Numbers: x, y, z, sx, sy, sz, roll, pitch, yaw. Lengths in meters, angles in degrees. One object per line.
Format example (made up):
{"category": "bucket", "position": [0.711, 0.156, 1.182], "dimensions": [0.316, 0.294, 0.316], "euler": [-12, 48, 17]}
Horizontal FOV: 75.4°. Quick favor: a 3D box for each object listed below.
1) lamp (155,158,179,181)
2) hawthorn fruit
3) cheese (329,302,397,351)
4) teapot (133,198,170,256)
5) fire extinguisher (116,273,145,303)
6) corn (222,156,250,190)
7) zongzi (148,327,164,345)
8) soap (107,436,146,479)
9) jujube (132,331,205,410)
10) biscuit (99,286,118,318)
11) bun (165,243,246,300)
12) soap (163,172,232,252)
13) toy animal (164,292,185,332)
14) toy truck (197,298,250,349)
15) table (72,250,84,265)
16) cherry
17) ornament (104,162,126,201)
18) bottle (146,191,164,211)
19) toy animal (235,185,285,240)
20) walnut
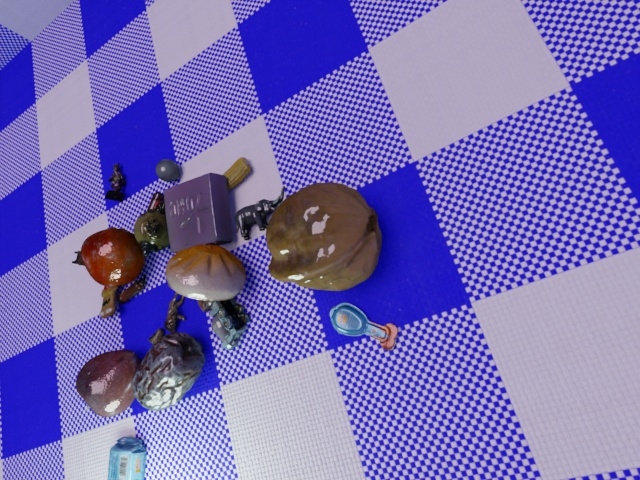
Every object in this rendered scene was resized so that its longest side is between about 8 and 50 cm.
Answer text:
{"category": "lamp", "position": [-0.694, -0.318, 1.881], "dimensions": [0.105, 0.105, 0.105], "euler": [-5, 78, 26]}
{"category": "hawthorn fruit", "position": [-0.906, 0.066, 1.834], "dimensions": [0.284, 0.284, 0.285], "euler": [-5, 78, 26]}
{"category": "cheese", "position": [0.138, 0.284, 1.381], "dimensions": [0.256, 0.037, 0.106], "euler": [18, 90, 27]}
{"category": "teapot", "position": [-0.706, -0.059, 1.781], "dimensions": [0.182, 0.173, 0.270], "euler": [-5, 65, 69]}
{"category": "fire extinguisher", "position": [-0.858, 0.224, 1.895], "dimensions": [0.177, 0.050, 0.062], "euler": [-36, 57, 16]}
{"category": "corn", "position": [-0.361, -0.271, 1.722], "dimensions": [0.165, 0.063, 0.085], "euler": [-36, 78, 20]}
{"category": "zongzi", "position": [-0.690, 0.429, 1.780], "dimensions": [0.076, 0.040, 0.083], "euler": [-44, 76, 6]}
{"category": "soap", "position": [-0.806, 0.976, 1.713], "dimensions": [0.156, 0.077, 0.294], "euler": [-6, 77, 27]}
{"category": "jujube", "position": [-0.598, 0.514, 1.623], "dimensions": [0.317, 0.226, 0.226], "euler": [-50, 63, 16]}
{"category": "biscuit", "position": [-0.997, 0.245, 1.945], "dimensions": [0.158, 0.035, 0.241], "euler": [-27, 60, 35]}
{"category": "bun", "position": [-0.424, 0.098, 1.545], "dimensions": [0.298, 0.298, 0.165], "euler": [19, 103, 29]}
{"category": "soap", "position": [-0.506, -0.104, 1.714], "dimensions": [0.296, 0.107, 0.286], "euler": [-14, 83, 32]}
{"category": "toy animal", "position": [-0.608, 0.289, 1.745], "dimensions": [0.086, 0.069, 0.220], "euler": [16, 86, 38]}
{"category": "toy truck", "position": [-0.385, 0.289, 1.612], "dimensions": [0.257, 0.108, 0.140], "euler": [50, 117, 22]}
{"category": "table", "position": [-1.170, 0.090, 2.060], "dimensions": [0.083, 0.082, 0.070], "euler": [10, 86, 28]}
{"category": "cherry", "position": [-0.879, 0.589, 1.747], "dimensions": [0.261, 0.221, 0.307], "euler": [39, 86, 19]}
{"category": "ornament", "position": [-1.018, -0.292, 2.066], "dimensions": [0.081, 0.088, 0.203], "euler": [-43, 49, 40]}
{"category": "bottle", "position": [-0.772, -0.145, 1.914], "dimensions": [0.060, 0.060, 0.164], "euler": [23, 91, 29]}
{"category": "toy animal", "position": [-0.229, -0.094, 1.612], "dimensions": [0.269, 0.082, 0.137], "euler": [-26, 71, 21]}
{"category": "walnut", "position": [0.007, -0.010, 1.336], "dimensions": [0.383, 0.383, 0.384], "euler": [-5, 78, 26]}
